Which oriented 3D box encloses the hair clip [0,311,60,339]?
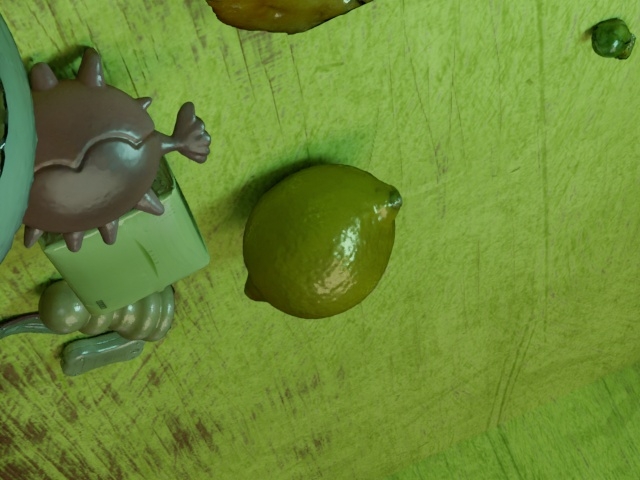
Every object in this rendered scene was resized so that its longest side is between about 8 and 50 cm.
[{"bbox_3d":[-0.380,0.116,2.099,0.137,0.022,0.054,-10,155,-36],"label":"hair clip"}]

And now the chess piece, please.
[{"bbox_3d":[-0.279,0.081,2.061,0.170,0.094,0.094,5,144,-40],"label":"chess piece"}]

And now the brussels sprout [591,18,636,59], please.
[{"bbox_3d":[0.376,-0.256,2.061,0.051,0.046,0.083,-40,165,24],"label":"brussels sprout"}]

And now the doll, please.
[{"bbox_3d":[-0.237,-0.085,1.607,0.262,0.093,0.211,-16,120,-14],"label":"doll"}]

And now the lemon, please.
[{"bbox_3d":[0.000,0.000,2.039,0.244,0.187,0.187,-39,156,20],"label":"lemon"}]

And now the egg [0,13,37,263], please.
[{"bbox_3d":[-0.391,-0.067,1.250,0.354,0.354,0.340,-23,175,-7],"label":"egg"}]

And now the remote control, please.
[{"bbox_3d":[-0.303,0.153,2.258,0.122,0.032,0.074,-15,157,-26],"label":"remote control"}]

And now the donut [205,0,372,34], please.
[{"bbox_3d":[-0.001,-0.282,1.466,0.253,0.118,0.253,-25,159,-10],"label":"donut"}]

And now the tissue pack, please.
[{"bbox_3d":[-0.227,-0.024,1.799,0.159,0.125,0.234,-24,160,-4],"label":"tissue pack"}]
